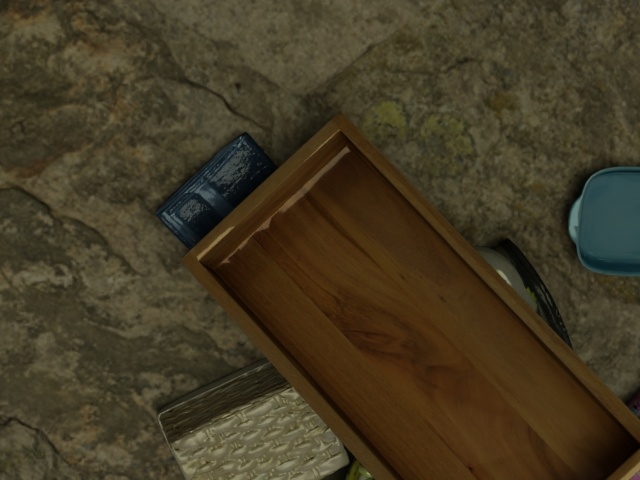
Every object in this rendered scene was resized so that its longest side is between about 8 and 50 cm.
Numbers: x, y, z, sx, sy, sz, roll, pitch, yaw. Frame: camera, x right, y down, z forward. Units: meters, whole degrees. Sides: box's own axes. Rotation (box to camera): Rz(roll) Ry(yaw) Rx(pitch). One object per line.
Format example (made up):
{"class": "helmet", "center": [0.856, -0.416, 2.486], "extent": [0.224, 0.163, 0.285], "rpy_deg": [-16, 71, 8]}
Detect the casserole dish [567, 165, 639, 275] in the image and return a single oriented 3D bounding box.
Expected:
{"class": "casserole dish", "center": [0.339, -0.022, 1.372], "extent": [0.188, 0.037, 0.114], "rpy_deg": [2, 102, -10]}

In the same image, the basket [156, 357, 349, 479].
{"class": "basket", "center": [-0.064, 0.195, 1.308], "extent": [0.167, 0.103, 0.113], "rpy_deg": [-24, 104, -4]}

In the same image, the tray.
{"class": "tray", "center": [0.086, 0.101, 1.202], "extent": [0.203, 0.076, 0.411], "rpy_deg": [-43, 77, 1]}

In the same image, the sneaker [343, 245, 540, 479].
{"class": "sneaker", "center": [0.110, 0.194, 1.283], "extent": [0.145, 0.147, 0.385], "rpy_deg": [19, 103, 18]}

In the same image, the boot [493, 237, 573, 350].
{"class": "boot", "center": [0.181, 0.135, 1.358], "extent": [0.161, 0.083, 0.246], "rpy_deg": [-23, 101, 5]}

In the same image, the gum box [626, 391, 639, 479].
{"class": "gum box", "center": [0.378, 0.251, 1.423], "extent": [0.188, 0.062, 0.107], "rpy_deg": [41, 92, -16]}

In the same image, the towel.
{"class": "towel", "center": [-0.096, -0.044, 1.290], "extent": [0.119, 0.029, 0.067], "rpy_deg": [-43, 107, 0]}
